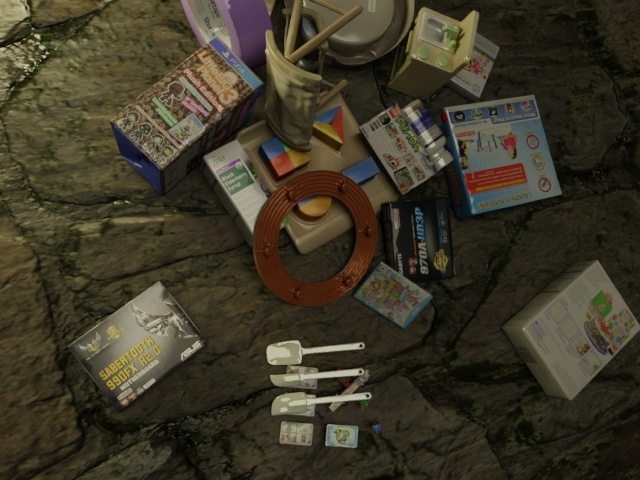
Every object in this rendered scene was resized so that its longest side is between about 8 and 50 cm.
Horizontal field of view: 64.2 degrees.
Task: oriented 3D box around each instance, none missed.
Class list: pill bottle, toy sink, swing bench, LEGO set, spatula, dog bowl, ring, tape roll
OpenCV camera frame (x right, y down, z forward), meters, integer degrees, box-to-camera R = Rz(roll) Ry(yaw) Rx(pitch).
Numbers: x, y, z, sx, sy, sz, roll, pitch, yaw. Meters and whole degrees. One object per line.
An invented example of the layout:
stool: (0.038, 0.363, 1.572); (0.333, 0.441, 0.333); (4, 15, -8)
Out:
pill bottle: (0.268, -0.271, 1.366); (0.112, 0.112, 0.186); (-36, 94, -18)
toy sink: (0.286, -0.500, 1.340); (0.131, 0.234, 0.152); (16, 79, -14)
swing bench: (-0.039, -0.389, 1.171); (0.165, 0.253, 0.254); (24, 65, 4)
LEGO set: (0.030, 0.403, 1.241); (0.245, 0.060, 0.182); (5, 80, -4)
spatula: (-0.002, 0.319, 1.219); (0.242, 0.019, 0.168); (-4, 77, -6)
dog bowl: (0.067, -0.622, 1.350); (0.349, 0.102, 0.348); (1, 85, -13)
ring: (0.000, 0.000, 1.223); (0.337, 0.032, 0.336); (-6, 103, -28)
tape roll: (-0.221, -0.520, 1.170); (0.090, 0.275, 0.274); (-34, 92, -17)

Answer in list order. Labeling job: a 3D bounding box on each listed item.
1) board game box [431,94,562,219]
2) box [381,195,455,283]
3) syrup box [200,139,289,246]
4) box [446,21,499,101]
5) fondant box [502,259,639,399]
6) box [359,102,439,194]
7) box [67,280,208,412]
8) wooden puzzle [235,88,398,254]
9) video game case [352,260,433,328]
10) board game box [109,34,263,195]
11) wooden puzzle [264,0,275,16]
board game box: (0.496, -0.238, 1.442); (0.308, 0.086, 0.301); (-12, 86, -18)
box: (0.258, 0.000, 1.338); (0.175, 0.051, 0.220); (-6, 93, -18)
syrup box: (-0.183, -0.110, 1.216); (0.093, 0.096, 0.236); (-33, 93, -19)
box: (0.427, -0.521, 1.489); (0.145, 0.038, 0.186); (28, 76, -11)
fondant box: (0.707, 0.244, 1.431); (0.330, 0.096, 0.238); (-35, 93, -17)
box: (0.201, -0.232, 1.303); (0.114, 0.036, 0.207); (-32, 94, 8)
box: (-0.395, 0.229, 1.124); (0.231, 0.056, 0.183); (-37, 94, -18)
wooden puzzle: (0.004, -0.186, 1.291); (0.322, 0.080, 0.347); (-30, 91, -19)
video game case: (0.183, 0.140, 1.297); (0.166, 0.015, 0.119); (33, 110, -10)
board game box: (-0.294, -0.266, 1.134); (0.141, 0.232, 0.291); (45, 72, -6)
wooden puzzle: (-0.207, -0.712, 1.324); (0.221, 0.044, 0.238); (17, 78, -14)
